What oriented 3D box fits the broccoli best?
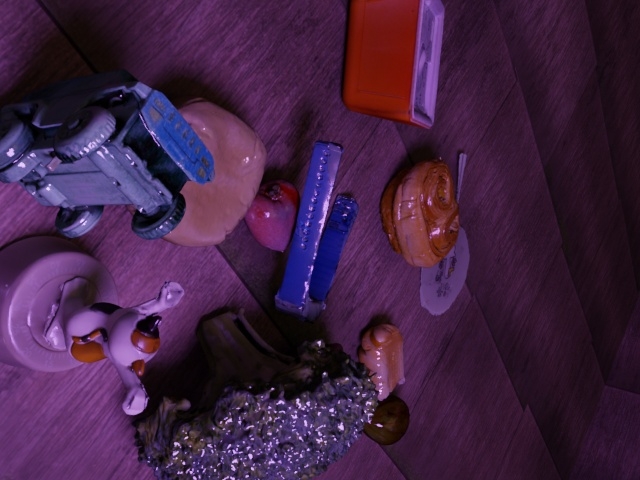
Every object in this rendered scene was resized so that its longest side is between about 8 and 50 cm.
[{"bbox_3d":[-0.101,0.271,1.026,0.375,0.302,0.249,-16,113,-27],"label":"broccoli"}]

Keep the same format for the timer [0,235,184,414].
[{"bbox_3d":[-0.275,0.099,0.792,0.175,0.266,0.175,-15,109,-47],"label":"timer"}]

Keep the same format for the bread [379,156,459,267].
[{"bbox_3d":[0.224,-0.058,1.456,0.198,0.120,0.236,-44,128,-36],"label":"bread"}]

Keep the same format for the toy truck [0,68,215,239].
[{"bbox_3d":[-0.257,-0.104,0.763,0.155,0.279,0.156,53,50,-41],"label":"toy truck"}]

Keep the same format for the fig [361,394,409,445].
[{"bbox_3d":[0.128,0.391,1.464,0.155,0.103,0.109,27,41,-38],"label":"fig"}]

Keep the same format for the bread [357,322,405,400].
[{"bbox_3d":[0.131,0.265,1.445,0.119,0.084,0.177,-14,108,-49],"label":"bread"}]

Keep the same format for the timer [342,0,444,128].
[{"bbox_3d":[0.170,-0.357,1.304,0.250,0.161,0.257,-6,103,-57],"label":"timer"}]

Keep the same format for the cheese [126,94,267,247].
[{"bbox_3d":[-0.181,-0.095,0.982,0.226,0.117,0.214,42,72,-50],"label":"cheese"}]

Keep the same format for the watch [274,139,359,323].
[{"bbox_3d":[-0.004,0.002,1.166,0.276,0.068,0.274,60,51,-70],"label":"watch"}]

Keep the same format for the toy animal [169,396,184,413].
[{"bbox_3d":[-0.217,0.327,1.063,0.070,0.083,0.159,-10,97,-56],"label":"toy animal"}]

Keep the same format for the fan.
[{"bbox_3d":[0.327,-0.012,1.668,0.233,0.012,0.414,0,101,-50],"label":"fan"}]

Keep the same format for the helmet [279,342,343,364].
[{"bbox_3d":[-0.026,0.261,1.245,0.175,0.106,0.155,52,53,-54],"label":"helmet"}]

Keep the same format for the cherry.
[{"bbox_3d":[-0.086,-0.046,1.124,0.106,0.087,0.126,-13,126,-49],"label":"cherry"}]
